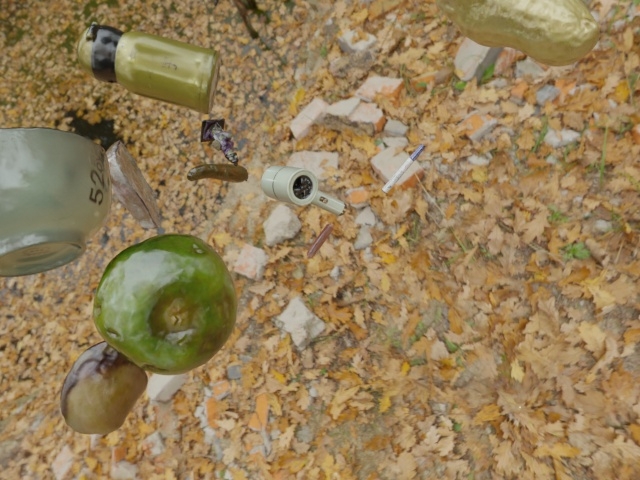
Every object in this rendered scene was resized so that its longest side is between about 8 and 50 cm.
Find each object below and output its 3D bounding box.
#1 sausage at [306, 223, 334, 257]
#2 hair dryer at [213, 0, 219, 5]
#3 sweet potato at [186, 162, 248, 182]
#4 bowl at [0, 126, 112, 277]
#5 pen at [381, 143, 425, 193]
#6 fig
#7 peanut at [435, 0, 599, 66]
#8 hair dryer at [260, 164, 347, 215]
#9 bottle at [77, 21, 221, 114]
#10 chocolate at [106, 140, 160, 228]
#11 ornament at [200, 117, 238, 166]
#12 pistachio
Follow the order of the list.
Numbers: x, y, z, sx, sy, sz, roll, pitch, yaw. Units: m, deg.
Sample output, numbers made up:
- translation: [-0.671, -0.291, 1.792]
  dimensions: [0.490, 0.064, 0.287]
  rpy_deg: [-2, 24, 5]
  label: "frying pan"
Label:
- translation: [0.000, 0.000, 1.666]
  dimensions: [0.030, 0.035, 0.147]
  rpy_deg: [37, 91, 17]
  label: "sausage"
- translation: [-0.315, -0.863, 1.535]
  dimensions: [0.248, 0.078, 0.195]
  rpy_deg: [-31, 12, 48]
  label: "hair dryer"
- translation: [-0.379, -0.253, 1.711]
  dimensions: [0.075, 0.273, 0.076]
  rpy_deg: [5, 97, 40]
  label: "sweet potato"
- translation: [-0.566, -0.046, 0.883]
  dimensions: [0.353, 0.354, 0.185]
  rpy_deg: [-25, 80, 14]
  label: "bowl"
- translation: [0.281, -0.242, 1.558]
  dimensions: [0.204, 0.025, 0.025]
  rpy_deg: [-50, 60, 15]
  label: "pen"
- translation: [-0.249, 0.080, 0.714]
  dimensions: [0.206, 0.206, 0.275]
  rpy_deg: [-60, 31, -5]
  label: "fig"
- translation: [0.361, -0.428, 0.869]
  dimensions: [0.318, 0.147, 0.148]
  rpy_deg: [29, 84, 7]
  label: "peanut"
- translation: [-0.025, -0.163, 1.697]
  dimensions: [0.203, 0.361, 0.128]
  rpy_deg: [18, 87, 53]
  label: "hair dryer"
- translation: [-0.452, -0.463, 1.221]
  dimensions: [0.350, 0.171, 0.172]
  rpy_deg: [13, 74, -9]
  label: "bottle"
- translation: [-0.659, -0.179, 1.598]
  dimensions: [0.100, 0.303, 0.185]
  rpy_deg: [-25, 41, -3]
  label: "chocolate"
- translation: [-0.303, -0.311, 1.458]
  dimensions: [0.088, 0.081, 0.203]
  rpy_deg: [-14, 43, -31]
  label: "ornament"
- translation: [-0.427, 0.286, 0.914]
  dimensions: [0.130, 0.165, 0.211]
  rpy_deg: [29, 111, 36]
  label: "pistachio"
